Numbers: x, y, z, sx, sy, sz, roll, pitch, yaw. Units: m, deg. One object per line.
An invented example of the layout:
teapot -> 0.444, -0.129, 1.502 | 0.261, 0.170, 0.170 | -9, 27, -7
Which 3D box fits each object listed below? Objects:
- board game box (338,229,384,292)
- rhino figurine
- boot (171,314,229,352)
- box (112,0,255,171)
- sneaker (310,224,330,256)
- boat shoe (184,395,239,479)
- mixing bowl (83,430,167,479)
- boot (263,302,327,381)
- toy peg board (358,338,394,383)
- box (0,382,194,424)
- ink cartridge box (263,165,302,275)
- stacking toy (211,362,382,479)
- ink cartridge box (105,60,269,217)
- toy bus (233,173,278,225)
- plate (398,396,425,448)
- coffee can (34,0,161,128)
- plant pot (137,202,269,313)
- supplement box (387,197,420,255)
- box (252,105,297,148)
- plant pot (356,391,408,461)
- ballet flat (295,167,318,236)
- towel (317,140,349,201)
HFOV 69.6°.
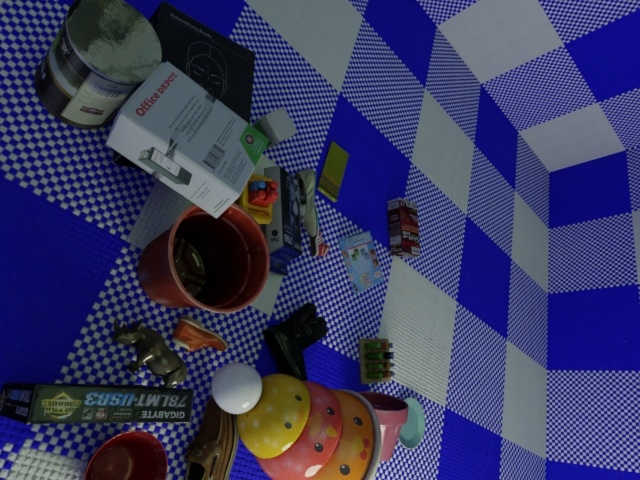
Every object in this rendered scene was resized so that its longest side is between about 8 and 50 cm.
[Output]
board game box -> 0.160, 0.079, 1.776 | 0.160, 0.039, 0.212 | -17, 90, -44
rhino figurine -> -0.426, 0.282, 1.141 | 0.243, 0.073, 0.106 | 55, 52, -16
boot -> -0.327, 0.276, 1.251 | 0.158, 0.059, 0.085 | 35, 60, -22
box -> -0.368, -0.378, 1.278 | 0.293, 0.212, 0.396 | 16, 69, -39
sneaker -> 0.000, 0.000, 1.643 | 0.067, 0.042, 0.119 | 7, 82, -38
boat shoe -> -0.285, 0.546, 1.175 | 0.104, 0.110, 0.307 | 16, 68, -41
mixing bowl -> -0.451, 0.518, 1.033 | 0.181, 0.098, 0.182 | 13, 71, -42
boot -> -0.048, 0.343, 1.466 | 0.207, 0.094, 0.247 | -24, 89, -41
toy peg board -> 0.227, 0.447, 1.712 | 0.160, 0.079, 0.161 | 11, 72, -41
box -> -0.460, 0.329, 0.940 | 0.295, 0.293, 0.073 | 18, 66, -40
ink cartridge box -> -0.119, -0.059, 1.489 | 0.165, 0.065, 0.333 | 28, 57, -69
stacking toy -> -0.099, 0.468, 1.182 | 0.480, 0.350, 0.351 | 45, 52, -32
ink cartridge box -> -0.290, -0.226, 1.040 | 0.289, 0.121, 0.211 | 36, 49, -20
toy bus -> -0.205, -0.094, 1.358 | 0.149, 0.211, 0.220 | 11, 73, -43
plate -> 0.343, 0.708, 1.790 | 0.188, 0.024, 0.188 | 13, 71, -41
coffee can -> -0.529, -0.410, 1.088 | 0.201, 0.275, 0.202 | 14, 69, -41
plant pot -> -0.317, 0.059, 1.170 | 0.272, 0.265, 0.273 | 14, 69, -41
supplement box -> 0.358, -0.052, 1.978 | 0.130, 0.073, 0.240 | 11, 73, -42
box -> -0.155, -0.383, 1.569 | 0.102, 0.087, 0.101 | -40, 106, -42
plant pot -> 0.189, 0.631, 1.563 | 0.201, 0.201, 0.180 | 9, 89, -42
ballet flat -> -0.056, -0.134, 1.613 | 0.086, 0.086, 0.249 | 11, 70, -41
towel -> 0.053, -0.269, 1.782 | 0.102, 0.021, 0.237 | 36, 56, -33
